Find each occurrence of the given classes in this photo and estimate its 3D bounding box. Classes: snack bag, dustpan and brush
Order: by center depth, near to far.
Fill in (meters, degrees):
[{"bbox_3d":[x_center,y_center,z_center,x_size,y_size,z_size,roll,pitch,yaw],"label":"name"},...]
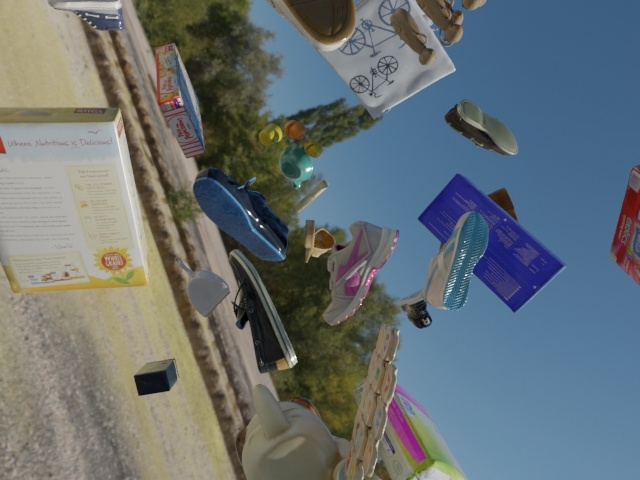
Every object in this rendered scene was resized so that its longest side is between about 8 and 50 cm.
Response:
[{"bbox_3d":[0.197,-0.560,1.494,0.342,0.323,0.037,43,39,-29],"label":"snack bag"},{"bbox_3d":[-0.417,0.138,1.687,0.211,0.147,0.060,44,15,-8],"label":"dustpan and brush"}]

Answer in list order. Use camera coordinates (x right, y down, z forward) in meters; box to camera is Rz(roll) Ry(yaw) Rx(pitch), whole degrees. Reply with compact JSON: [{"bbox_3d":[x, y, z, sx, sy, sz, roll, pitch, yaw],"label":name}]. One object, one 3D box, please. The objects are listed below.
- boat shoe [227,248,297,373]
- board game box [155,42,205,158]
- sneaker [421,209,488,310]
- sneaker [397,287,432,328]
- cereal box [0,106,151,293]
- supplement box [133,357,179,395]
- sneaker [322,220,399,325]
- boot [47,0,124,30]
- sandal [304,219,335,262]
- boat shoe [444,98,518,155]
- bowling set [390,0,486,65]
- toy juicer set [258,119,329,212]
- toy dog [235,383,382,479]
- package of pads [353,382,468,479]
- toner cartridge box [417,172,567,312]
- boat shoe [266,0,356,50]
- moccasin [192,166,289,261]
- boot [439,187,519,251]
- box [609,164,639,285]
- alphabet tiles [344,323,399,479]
[{"bbox_3d":[-0.249,0.254,1.830,0.187,0.155,0.501,84,-20,-68],"label":"boat shoe"},{"bbox_3d":[-0.289,-0.289,1.032,0.147,0.045,0.194,75,-1,-51],"label":"board game box"},{"bbox_3d":[0.284,0.036,1.071,0.087,0.229,0.092,33,-15,-24],"label":"sneaker"},{"bbox_3d":[0.336,0.230,1.649,0.121,0.079,0.217,55,-10,6],"label":"sneaker"},{"bbox_3d":[-0.312,-0.041,0.606,0.047,0.172,0.240,-103,-166,-53],"label":"cereal box"},{"bbox_3d":[-0.420,0.350,1.285,0.083,0.083,0.056,-73,153,-81],"label":"supplement box"},{"bbox_3d":[0.062,0.062,1.053,0.111,0.252,0.103,30,15,5],"label":"sneaker"},{"bbox_3d":[-0.652,-0.632,1.395,0.069,0.189,0.086,-103,-165,-45],"label":"boot"},{"bbox_3d":[0.000,0.006,1.299,0.240,0.079,0.088,95,-1,-75],"label":"sandal"},{"bbox_3d":[0.429,-0.288,1.324,0.068,0.227,0.081,-30,-142,51],"label":"boat shoe"},{"bbox_3d":[0.313,-0.554,1.144,0.154,0.200,0.287,51,-14,-7],"label":"bowling set"},{"bbox_3d":[-0.060,-0.272,1.738,0.089,0.209,0.329,-48,118,-48],"label":"toy juicer set"},{"bbox_3d":[-0.081,0.508,1.145,0.395,0.284,0.408,52,-13,-2],"label":"toy dog"},{"bbox_3d":[0.209,0.450,1.103,0.296,0.101,0.229,47,9,-45],"label":"package of pads"},{"bbox_3d":[0.432,0.001,1.286,0.348,0.165,0.075,49,23,23],"label":"toner cartridge box"},{"bbox_3d":[-0.040,-0.369,0.709,0.277,0.098,0.096,61,-16,13],"label":"boat shoe"},{"bbox_3d":[-0.192,-0.075,1.247,0.342,0.137,0.117,55,43,-48],"label":"moccasin"},{"bbox_3d":[0.542,-0.018,1.719,0.096,0.280,0.264,92,-18,-88],"label":"boot"},{"bbox_3d":[0.680,-0.031,0.977,0.128,0.122,0.257,-111,-177,-47],"label":"box"},{"bbox_3d":[0.089,0.291,0.895,0.278,0.021,0.284,95,11,-86],"label":"alphabet tiles"}]
